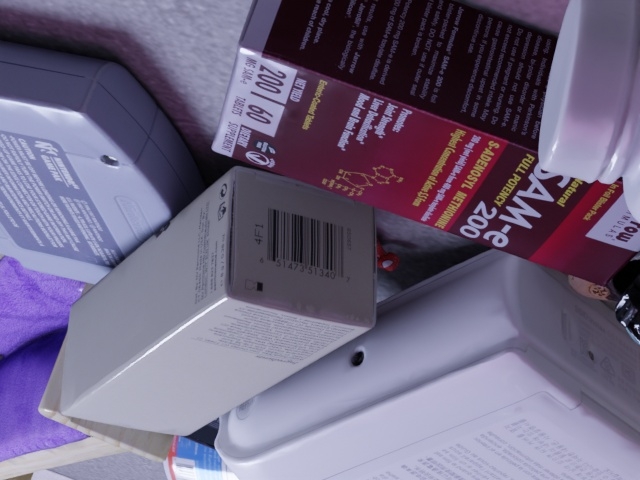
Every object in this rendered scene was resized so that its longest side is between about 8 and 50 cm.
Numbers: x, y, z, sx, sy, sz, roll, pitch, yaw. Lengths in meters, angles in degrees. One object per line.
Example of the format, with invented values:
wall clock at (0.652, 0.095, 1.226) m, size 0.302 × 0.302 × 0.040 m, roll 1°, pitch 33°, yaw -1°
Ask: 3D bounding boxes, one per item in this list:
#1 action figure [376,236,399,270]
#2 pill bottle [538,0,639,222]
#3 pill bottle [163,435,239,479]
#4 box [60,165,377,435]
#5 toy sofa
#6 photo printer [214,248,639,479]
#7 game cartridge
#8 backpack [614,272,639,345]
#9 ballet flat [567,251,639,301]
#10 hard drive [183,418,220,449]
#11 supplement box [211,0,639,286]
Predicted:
action figure at (0.000, 0.000, 1.080) m, size 0.115 × 0.030 × 0.038 m, roll 14°, pitch 152°, yaw 5°
pill bottle at (0.208, -0.051, 0.663) m, size 0.215 × 0.117 × 0.117 m, roll 11°, pitch 157°, yaw 1°
pill bottle at (-0.024, 0.195, 1.410) m, size 0.222 × 0.124 × 0.124 m, roll 4°, pitch 153°, yaw 31°
box at (-0.077, 0.051, 1.058) m, size 0.113 × 0.094 × 0.275 m, roll 15°, pitch 153°, yaw -28°
toy sofa at (-0.261, 0.116, 1.379) m, size 0.177 × 0.150 × 0.362 m, roll 28°, pitch 156°, yaw -23°
photo printer at (0.096, 0.143, 1.123) m, size 0.307 × 0.107 × 0.256 m, roll -29°, pitch 131°, yaw 36°
game cartridge at (-0.181, -0.047, 1.080) m, size 0.196 × 0.060 × 0.294 m, roll 16°, pitch 157°, yaw 15°
backpack at (0.271, 0.033, 0.784) m, size 0.188 × 0.144 × 0.166 m, roll 39°, pitch 158°, yaw 11°
ballet flat at (0.222, 0.022, 0.931) m, size 0.173 × 0.049 × 0.057 m, roll -4°, pitch 147°, yaw 43°
hard drive at (-0.060, 0.105, 1.233) m, size 0.094 × 0.135 × 0.022 m, roll 24°, pitch -172°, yaw -11°
supplement box at (0.070, -0.063, 0.827) m, size 0.239 × 0.073 × 0.130 m, roll 19°, pitch 157°, yaw -3°
